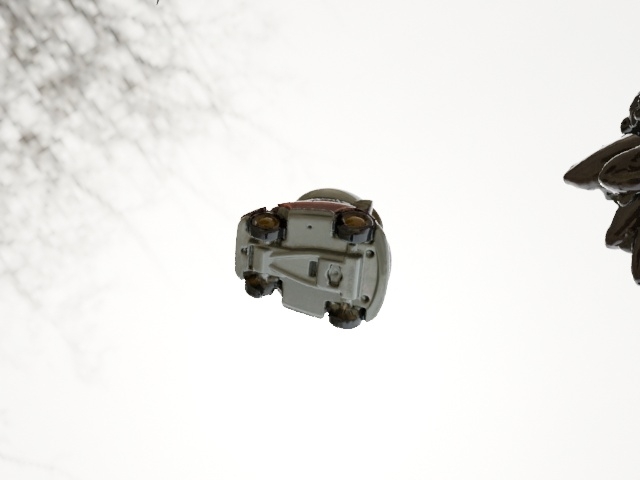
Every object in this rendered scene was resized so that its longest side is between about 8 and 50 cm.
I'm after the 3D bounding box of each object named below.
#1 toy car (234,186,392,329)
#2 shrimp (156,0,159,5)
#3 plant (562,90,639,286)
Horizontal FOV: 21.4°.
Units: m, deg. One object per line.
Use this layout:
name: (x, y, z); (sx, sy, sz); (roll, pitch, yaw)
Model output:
toy car: (0.000, 0.000, 1.496); (0.139, 0.112, 0.112); (11, -147, 8)
shrimp: (-0.020, -0.344, 1.185); (0.166, 0.221, 0.410); (-32, 162, -43)
plant: (0.352, -0.086, 1.492); (0.181, 0.194, 0.321); (-17, 163, -33)
